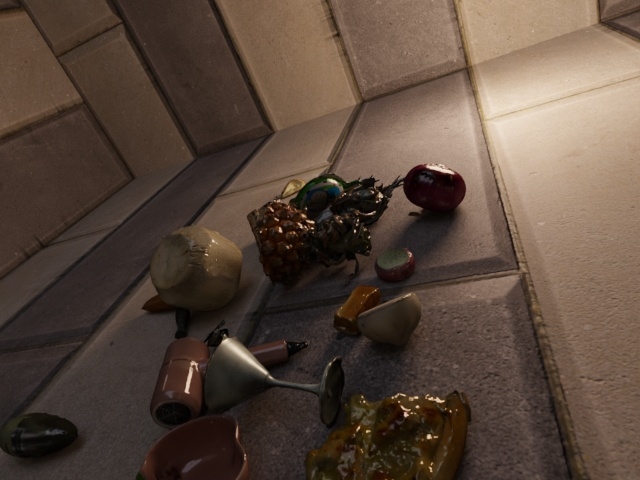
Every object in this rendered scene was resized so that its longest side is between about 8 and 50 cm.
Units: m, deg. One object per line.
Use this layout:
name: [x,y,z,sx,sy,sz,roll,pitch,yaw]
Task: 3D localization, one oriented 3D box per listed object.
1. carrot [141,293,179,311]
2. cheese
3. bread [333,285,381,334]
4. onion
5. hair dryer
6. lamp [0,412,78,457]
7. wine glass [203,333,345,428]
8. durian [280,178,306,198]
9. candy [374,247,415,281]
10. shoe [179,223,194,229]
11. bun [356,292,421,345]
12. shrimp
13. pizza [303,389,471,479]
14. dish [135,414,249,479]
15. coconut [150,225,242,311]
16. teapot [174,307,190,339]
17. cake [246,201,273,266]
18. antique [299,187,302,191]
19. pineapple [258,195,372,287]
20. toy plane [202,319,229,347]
carrot: [-0.506,0.200,1.385,0.205,0.072,0.072,-19,26,28]
cheese: [0.043,-0.139,1.422,0.321,0.203,0.083,-15,42,-21]
bread: [0.086,0.157,0.986,0.074,0.053,0.132,4,38,36]
onion: [0.329,-0.150,1.243,0.178,0.153,0.177,-13,13,3]
hair dryer: [-0.194,0.281,0.954,0.345,0.106,0.189,-16,28,2]
lamp: [-0.671,0.456,1.008,0.250,0.101,0.101,-9,31,21]
wine glass: [-0.080,0.266,0.802,0.233,0.156,0.156,1,35,21]
durian: [-0.121,-0.223,1.867,0.131,0.052,0.066,-30,66,-5]
candy: [0.188,0.061,1.086,0.103,0.043,0.103,-18,30,11]
shoe: [-0.574,-0.020,1.815,0.143,0.071,0.063,-16,27,25]
bun: [0.150,0.170,0.878,0.138,0.094,0.138,-26,-8,-4]
shrimp: [0.129,-0.091,1.329,0.372,0.137,0.172,-33,64,10]
pizza: [0.083,0.328,0.651,0.223,0.089,0.323,12,44,45]
dish: [-0.207,0.410,0.729,0.214,0.090,0.213,-17,27,9]
coconut: [-0.350,0.084,1.271,0.245,0.247,0.244,-9,71,28]
teapot: [-0.401,0.241,1.244,0.043,0.042,0.110,-25,31,-1]
cake: [-0.151,-0.002,1.478,0.112,0.135,0.245,-32,55,11]
antique: [0.009,-0.153,1.566,0.086,0.088,0.183,-34,28,-16]
pineapple: [0.000,0.000,1.181,0.272,0.262,0.262,-1,34,20]
toy plane: [-0.276,0.258,1.101,0.121,0.049,0.031,-43,28,0]
